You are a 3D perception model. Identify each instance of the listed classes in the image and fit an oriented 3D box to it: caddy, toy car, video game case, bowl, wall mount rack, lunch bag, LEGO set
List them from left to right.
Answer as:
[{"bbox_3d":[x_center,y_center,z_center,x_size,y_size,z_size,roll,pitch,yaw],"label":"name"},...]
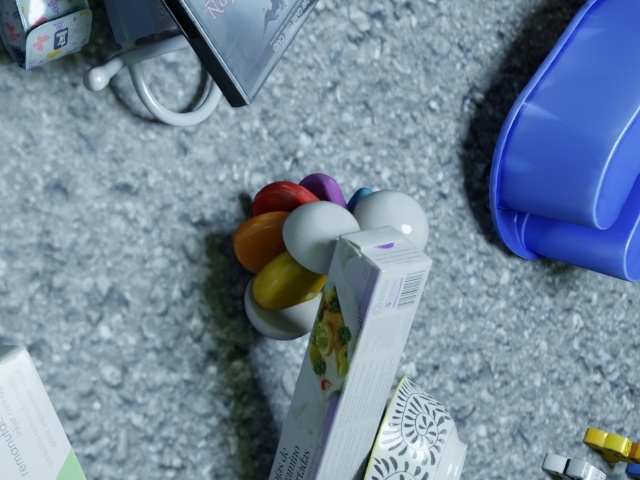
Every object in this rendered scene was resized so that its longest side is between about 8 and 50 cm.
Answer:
[{"bbox_3d":[-0.232,-0.193,1.216,0.071,0.053,0.083,-27,115,-36],"label":"lunch bag"},{"bbox_3d":[-0.151,-0.259,1.213,0.304,0.130,0.350,-28,107,-46],"label":"wall mount rack"},{"bbox_3d":[-0.093,-0.274,1.178,0.274,0.026,0.196,55,46,-30],"label":"video game case"},{"bbox_3d":[0.000,0.000,1.368,0.182,0.159,0.136,-11,58,-36],"label":"toy car"},{"bbox_3d":[0.095,0.222,1.411,0.170,0.080,0.170,17,90,-80],"label":"bowl"},{"bbox_3d":[0.319,-0.123,1.592,0.341,0.179,0.241,-54,138,-13],"label":"caddy"},{"bbox_3d":[0.373,0.279,1.691,0.227,0.093,0.087,36,68,-34],"label":"LEGO set"}]

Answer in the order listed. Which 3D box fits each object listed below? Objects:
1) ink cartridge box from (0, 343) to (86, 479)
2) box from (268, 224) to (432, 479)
[{"bbox_3d":[-0.346,0.248,1.076,0.353,0.119,0.207,-34,111,-35],"label":"ink cartridge box"},{"bbox_3d":[0.018,0.140,1.316,0.067,0.063,0.324,-10,128,-38],"label":"box"}]
